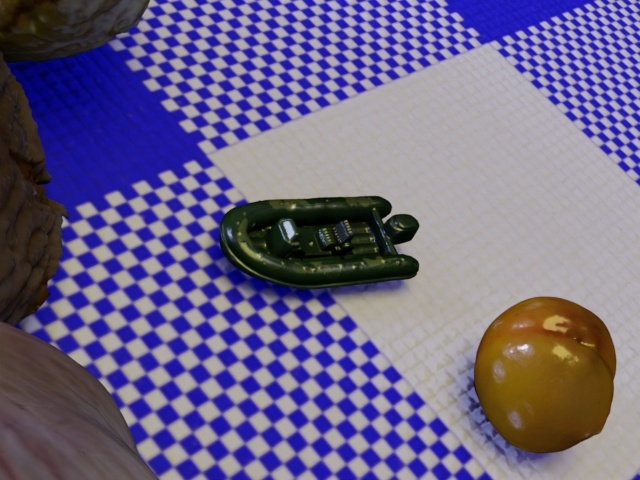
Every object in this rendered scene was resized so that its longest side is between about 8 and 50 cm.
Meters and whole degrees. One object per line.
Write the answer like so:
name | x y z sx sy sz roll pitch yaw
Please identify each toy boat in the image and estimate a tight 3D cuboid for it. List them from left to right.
toy boat | 0.000 0.000 0.918 0.210 0.052 0.104 -2 56 -29

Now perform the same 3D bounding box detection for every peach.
peach | 0.201 0.117 0.869 0.138 0.138 0.138 14 48 -16

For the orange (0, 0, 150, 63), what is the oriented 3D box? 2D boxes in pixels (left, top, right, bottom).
orange | -0.277 -0.309 0.917 0.368 0.271 0.210 48 8 23

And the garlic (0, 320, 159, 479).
garlic | -0.229 0.154 0.470 0.322 0.322 0.241 -38 107 -43

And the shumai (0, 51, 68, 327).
shumai | -0.360 -0.020 0.717 0.283 0.217 0.346 -18 42 0
